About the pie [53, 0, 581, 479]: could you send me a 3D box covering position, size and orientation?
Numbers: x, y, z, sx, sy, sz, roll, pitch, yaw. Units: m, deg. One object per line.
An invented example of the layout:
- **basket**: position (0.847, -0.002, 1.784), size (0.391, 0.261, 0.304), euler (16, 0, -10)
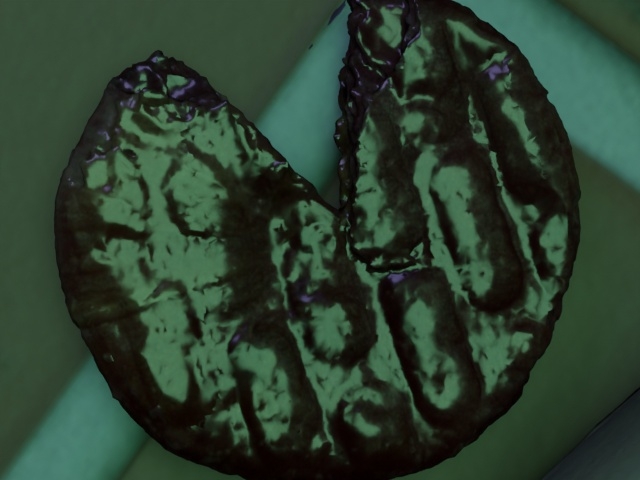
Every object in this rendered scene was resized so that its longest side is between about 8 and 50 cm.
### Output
- **pie**: position (0.000, 0.000, 0.679), size (0.218, 0.054, 0.204), euler (-4, 89, -7)

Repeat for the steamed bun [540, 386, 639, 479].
- **steamed bun**: position (0.199, 0.103, 0.639), size (0.241, 0.164, 0.146), euler (-38, 94, -6)
